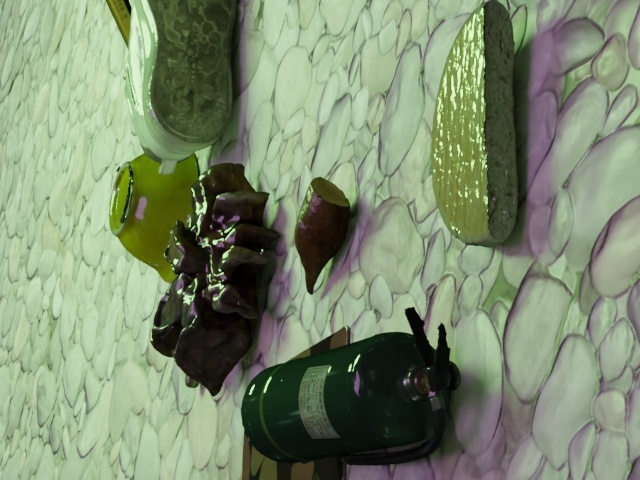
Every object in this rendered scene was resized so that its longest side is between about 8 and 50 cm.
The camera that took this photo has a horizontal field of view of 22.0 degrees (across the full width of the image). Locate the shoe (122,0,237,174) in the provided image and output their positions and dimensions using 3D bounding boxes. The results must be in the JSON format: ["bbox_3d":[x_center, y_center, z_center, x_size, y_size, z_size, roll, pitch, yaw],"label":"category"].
[{"bbox_3d":[-0.176,-0.216,1.942,0.159,0.124,0.316,123,149,-54],"label":"shoe"}]

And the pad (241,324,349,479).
[{"bbox_3d":[-0.028,0.184,1.555,0.235,0.003,0.158,145,132,-58],"label":"pad"}]

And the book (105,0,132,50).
[{"bbox_3d":[-0.298,-0.395,2.121,0.269,0.032,0.389,-116,4,-55],"label":"book"}]

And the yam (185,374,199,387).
[{"bbox_3d":[-0.133,0.105,1.811,0.021,0.021,0.116,175,105,-66],"label":"yam"}]

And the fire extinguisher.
[{"bbox_3d":[0.037,0.126,1.326,0.294,0.093,0.118,-23,84,61],"label":"fire extinguisher"}]

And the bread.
[{"bbox_3d":[0.121,-0.080,1.296,0.112,0.036,0.193,145,128,-65],"label":"bread"}]

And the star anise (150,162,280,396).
[{"bbox_3d":[-0.121,0.033,1.723,0.214,0.099,0.220,-59,29,19],"label":"star anise"}]

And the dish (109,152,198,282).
[{"bbox_3d":[-0.207,-0.040,1.976,0.208,0.080,0.149,-103,32,-46],"label":"dish"}]

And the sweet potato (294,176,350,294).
[{"bbox_3d":[0.000,0.000,1.534,0.049,0.049,0.117,-119,35,-56],"label":"sweet potato"}]
